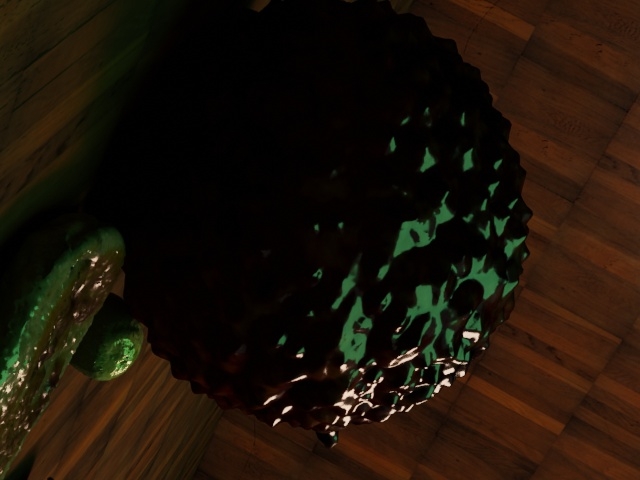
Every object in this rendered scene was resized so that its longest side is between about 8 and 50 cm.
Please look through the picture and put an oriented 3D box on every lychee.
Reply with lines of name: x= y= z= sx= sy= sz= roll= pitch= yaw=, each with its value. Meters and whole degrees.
lychee: x=0.000 y=0.000 z=1.461 sx=0.424 sy=0.425 sz=0.500 roll=-52 pitch=148 yaw=-64

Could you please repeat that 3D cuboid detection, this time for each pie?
pie: x=-0.262 y=0.106 z=1.256 sx=0.302 sy=0.067 sz=0.302 roll=-61 pitch=176 yaw=-7

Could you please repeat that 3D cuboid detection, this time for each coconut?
coconut: x=-0.227 y=0.096 z=1.500 sx=0.088 sy=0.096 sz=0.088 roll=-20 pitch=124 yaw=-33

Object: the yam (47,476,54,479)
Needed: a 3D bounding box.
yam: x=-0.337 y=0.364 z=1.636 sx=0.131 sy=0.131 sz=0.280 roll=-63 pitch=174 yaw=15
